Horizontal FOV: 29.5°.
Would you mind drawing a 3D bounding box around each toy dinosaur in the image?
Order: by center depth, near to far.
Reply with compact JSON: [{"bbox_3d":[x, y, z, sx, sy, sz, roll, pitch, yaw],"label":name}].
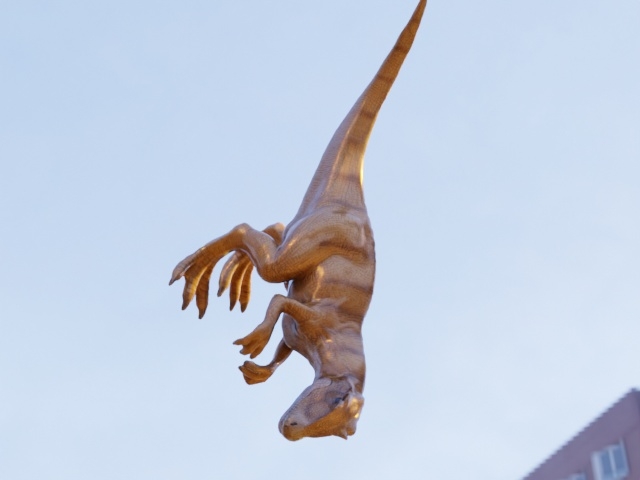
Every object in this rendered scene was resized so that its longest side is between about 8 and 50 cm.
[{"bbox_3d":[0.000,0.000,0.544,0.112,0.211,0.064,-9,-33,25],"label":"toy dinosaur"}]
